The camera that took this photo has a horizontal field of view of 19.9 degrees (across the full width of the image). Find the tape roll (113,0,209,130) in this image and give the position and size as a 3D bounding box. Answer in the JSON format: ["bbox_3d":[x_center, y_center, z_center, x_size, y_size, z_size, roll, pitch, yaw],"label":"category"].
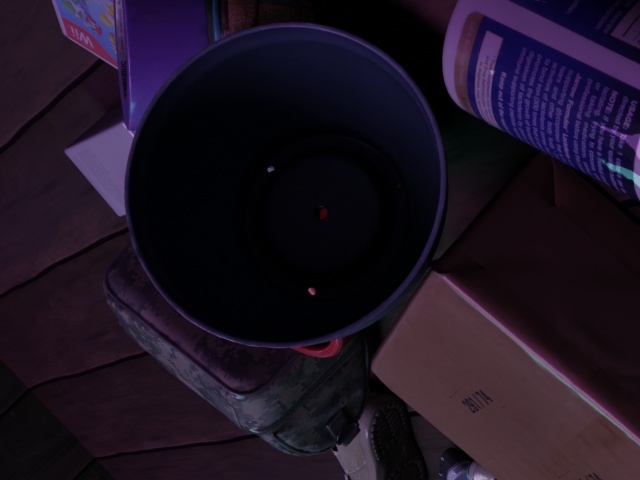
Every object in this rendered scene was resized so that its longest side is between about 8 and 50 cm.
[{"bbox_3d":[-0.160,-0.205,1.820,0.189,0.080,0.189,175,90,-82],"label":"tape roll"}]

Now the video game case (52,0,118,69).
[{"bbox_3d":[-0.243,-0.285,2.035,0.204,0.025,0.285,33,156,26],"label":"video game case"}]

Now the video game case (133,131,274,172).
[{"bbox_3d":[-0.112,-0.052,2.078,0.212,0.023,0.193,14,128,23],"label":"video game case"}]

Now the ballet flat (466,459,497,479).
[{"bbox_3d":[0.230,0.338,2.287,0.052,0.057,0.168,9,141,40],"label":"ballet flat"}]

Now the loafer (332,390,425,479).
[{"bbox_3d":[0.071,0.284,2.420,0.092,0.102,0.268,31,146,33],"label":"loafer"}]

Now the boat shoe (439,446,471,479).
[{"bbox_3d":[0.174,0.309,2.350,0.040,0.049,0.142,55,163,27],"label":"boat shoe"}]

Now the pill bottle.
[{"bbox_3d":[0.233,-0.113,1.331,0.265,0.153,0.153,32,155,31],"label":"pill bottle"}]

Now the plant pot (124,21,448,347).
[{"bbox_3d":[-0.013,-0.038,1.701,0.293,0.293,0.196,38,-179,15],"label":"plant pot"}]

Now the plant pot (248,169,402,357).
[{"bbox_3d":[0.000,0.000,1.916,0.191,0.174,0.191,37,157,18],"label":"plant pot"}]

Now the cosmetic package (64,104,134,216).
[{"bbox_3d":[-0.218,-0.108,2.233,0.117,0.085,0.231,50,155,-14],"label":"cosmetic package"}]

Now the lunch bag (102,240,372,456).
[{"bbox_3d":[-0.092,0.113,2.232,0.305,0.212,0.256,34,159,31],"label":"lunch bag"}]

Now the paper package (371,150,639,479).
[{"bbox_3d":[0.232,0.116,1.730,0.309,0.168,0.325,40,157,7],"label":"paper package"}]

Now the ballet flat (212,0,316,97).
[{"bbox_3d":[-0.063,-0.144,1.856,0.123,0.123,0.348,39,155,12],"label":"ballet flat"}]
